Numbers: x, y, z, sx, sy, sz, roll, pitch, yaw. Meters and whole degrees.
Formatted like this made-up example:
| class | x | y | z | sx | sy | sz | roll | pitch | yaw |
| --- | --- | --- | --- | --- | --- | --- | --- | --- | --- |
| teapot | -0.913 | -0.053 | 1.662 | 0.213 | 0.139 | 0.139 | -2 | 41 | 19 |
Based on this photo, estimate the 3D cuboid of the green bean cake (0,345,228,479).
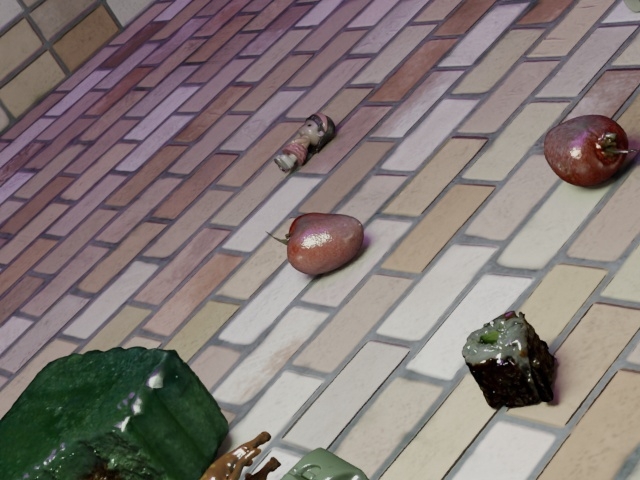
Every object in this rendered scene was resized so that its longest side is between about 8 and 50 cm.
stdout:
| class | x | y | z | sx | sy | sz | roll | pitch | yaw |
| --- | --- | --- | --- | --- | --- | --- | --- | --- | --- |
| green bean cake | -0.304 | 0.296 | 1.717 | 0.300 | 0.169 | 0.308 | -5 | 39 | 45 |

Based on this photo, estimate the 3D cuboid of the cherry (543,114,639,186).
| class | x | y | z | sx | sy | sz | roll | pitch | yaw |
| --- | --- | --- | --- | --- | --- | --- | --- | --- | --- |
| cherry | 0.383 | -0.108 | 1.750 | 0.107 | 0.090 | 0.225 | -31 | 34 | -24 |

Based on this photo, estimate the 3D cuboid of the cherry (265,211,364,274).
| class | x | y | z | sx | sy | sz | roll | pitch | yaw |
| --- | --- | --- | --- | --- | --- | --- | --- | --- | --- |
| cherry | 0.000 | 0.006 | 1.960 | 0.126 | 0.087 | 0.106 | 9 | 38 | 27 |

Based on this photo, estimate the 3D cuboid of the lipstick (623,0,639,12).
| class | x | y | z | sx | sy | sz | roll | pitch | yaw |
| --- | --- | --- | --- | --- | --- | --- | --- | --- | --- |
| lipstick | 0.544 | -0.421 | 2.140 | 0.130 | 0.038 | 0.038 | -42 | 28 | -18 |

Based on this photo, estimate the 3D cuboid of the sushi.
| class | x | y | z | sx | sy | sz | roll | pitch | yaw |
| --- | --- | --- | --- | --- | --- | --- | --- | --- | --- |
| sushi | 0.215 | 0.140 | 1.515 | 0.094 | 0.084 | 0.098 | -23 | 25 | 23 |

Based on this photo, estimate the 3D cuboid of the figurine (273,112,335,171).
| class | x | y | z | sx | sy | sz | roll | pitch | yaw |
| --- | --- | --- | --- | --- | --- | --- | --- | --- | --- |
| figurine | -0.026 | -0.171 | 2.324 | 0.129 | 0.054 | 0.072 | -50 | 16 | -17 |

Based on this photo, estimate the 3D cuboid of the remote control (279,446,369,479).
| class | x | y | z | sx | sy | sz | roll | pitch | yaw |
| --- | --- | --- | --- | --- | --- | --- | --- | --- | --- |
| remote control | -0.087 | 0.365 | 1.481 | 0.335 | 0.065 | 0.128 | -43 | 30 | -18 |

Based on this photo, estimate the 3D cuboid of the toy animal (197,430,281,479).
| class | x | y | z | sx | sy | sz | roll | pitch | yaw |
| --- | --- | --- | --- | --- | --- | --- | --- | --- | --- |
| toy animal | -0.158 | 0.335 | 1.576 | 0.229 | 0.066 | 0.224 | -39 | -6 | -39 |
